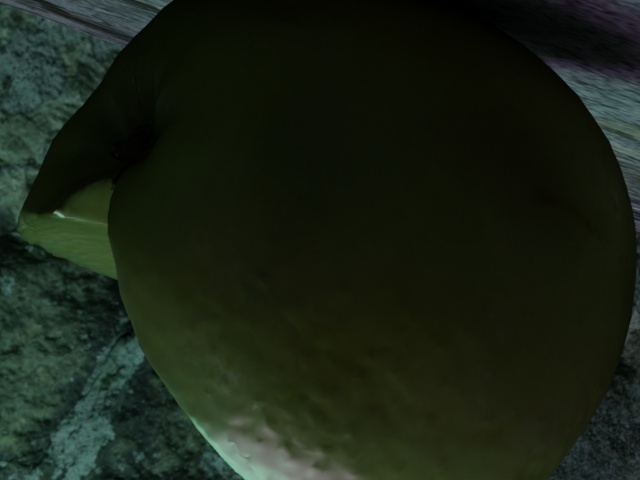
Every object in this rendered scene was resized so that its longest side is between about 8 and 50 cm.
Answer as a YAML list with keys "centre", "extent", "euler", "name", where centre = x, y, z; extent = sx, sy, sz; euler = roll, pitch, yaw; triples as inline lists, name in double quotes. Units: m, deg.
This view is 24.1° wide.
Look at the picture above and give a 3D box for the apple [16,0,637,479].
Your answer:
- centre: [0.014, -0.014, 0.740]
  extent: [0.258, 0.233, 0.295]
  euler: [32, -172, -33]
  name: "apple"
